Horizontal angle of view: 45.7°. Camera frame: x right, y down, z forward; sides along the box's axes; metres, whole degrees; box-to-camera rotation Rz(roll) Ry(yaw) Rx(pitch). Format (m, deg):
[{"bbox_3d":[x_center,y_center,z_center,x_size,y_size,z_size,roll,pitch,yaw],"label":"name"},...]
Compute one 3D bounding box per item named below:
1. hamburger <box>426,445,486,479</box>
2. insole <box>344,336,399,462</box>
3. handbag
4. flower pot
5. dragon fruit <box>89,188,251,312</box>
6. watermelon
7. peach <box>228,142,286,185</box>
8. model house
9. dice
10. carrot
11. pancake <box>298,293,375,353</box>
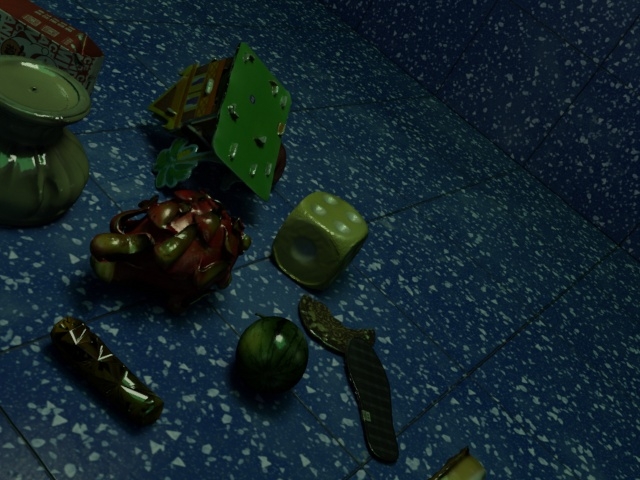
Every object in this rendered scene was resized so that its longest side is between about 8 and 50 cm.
[{"bbox_3d":[0.198,0.486,1.218,0.186,0.261,0.303,48,-8,15],"label":"hamburger"},{"bbox_3d":[0.107,0.320,1.562,0.110,0.012,0.309,24,33,-24],"label":"insole"},{"bbox_3d":[-0.672,-0.447,1.821,0.298,0.171,0.151,30,27,-13],"label":"handbag"},{"bbox_3d":[-0.586,-0.206,1.469,0.307,0.244,0.307,24,30,-15],"label":"flower pot"},{"bbox_3d":[-0.290,0.005,1.470,0.227,0.243,0.307,8,-18,47],"label":"dragon fruit"},{"bbox_3d":[-0.088,0.204,1.440,0.140,0.141,0.187,28,27,-8],"label":"watermelon"},{"bbox_3d":[-0.157,-0.216,1.979,0.152,0.152,0.152,23,31,-15],"label":"peach"},{"bbox_3d":[-0.272,-0.252,1.863,0.242,0.312,0.358,40,49,-46],"label":"model house"},{"bbox_3d":[0.000,0.000,1.786,0.166,0.169,0.169,39,31,9],"label":"dice"},{"bbox_3d":[-0.352,0.216,1.252,0.228,0.069,0.069,40,31,11],"label":"carrot"},{"bbox_3d":[0.032,0.185,1.698,0.184,0.020,0.190,-11,52,-49],"label":"pancake"}]
